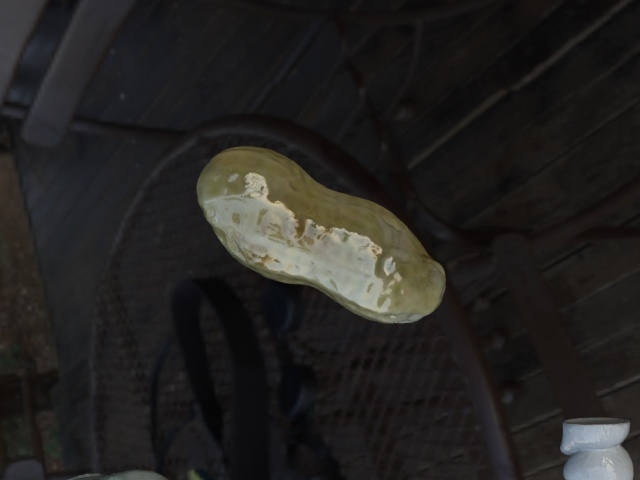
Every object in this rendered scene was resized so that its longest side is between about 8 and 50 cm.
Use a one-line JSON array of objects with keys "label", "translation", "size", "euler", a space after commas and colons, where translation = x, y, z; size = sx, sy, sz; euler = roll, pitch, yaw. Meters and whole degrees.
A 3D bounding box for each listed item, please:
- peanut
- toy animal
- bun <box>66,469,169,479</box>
[{"label": "peanut", "translation": [0.000, 0.000, 1.134], "size": [0.130, 0.290, 0.130], "euler": [-64, 2, 4]}, {"label": "toy animal", "translation": [0.425, 0.375, 1.589], "size": [0.131, 0.104, 0.220], "euler": [160, 102, -74]}, {"label": "bun", "translation": [-0.204, 0.414, 1.322], "size": [0.354, 0.194, 0.354], "euler": [30, 147, 22]}]
